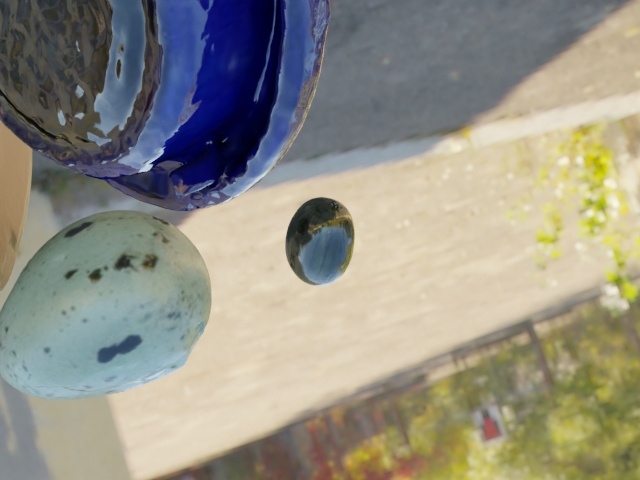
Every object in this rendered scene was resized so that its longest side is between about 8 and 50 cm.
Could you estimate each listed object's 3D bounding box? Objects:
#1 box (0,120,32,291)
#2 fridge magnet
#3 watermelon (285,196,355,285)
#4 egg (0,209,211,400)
[{"bbox_3d":[-0.431,-0.089,1.447,0.216,0.301,0.301,-3,169,3],"label":"box"},{"bbox_3d":[-0.107,-0.138,0.740,0.112,0.265,0.265,-27,176,-41],"label":"fridge magnet"},{"bbox_3d":[0.000,0.000,1.559,0.078,0.078,0.111,-13,134,-25],"label":"watermelon"},{"bbox_3d":[-0.156,0.053,1.024,0.164,0.131,0.131,-40,169,-3],"label":"egg"}]
